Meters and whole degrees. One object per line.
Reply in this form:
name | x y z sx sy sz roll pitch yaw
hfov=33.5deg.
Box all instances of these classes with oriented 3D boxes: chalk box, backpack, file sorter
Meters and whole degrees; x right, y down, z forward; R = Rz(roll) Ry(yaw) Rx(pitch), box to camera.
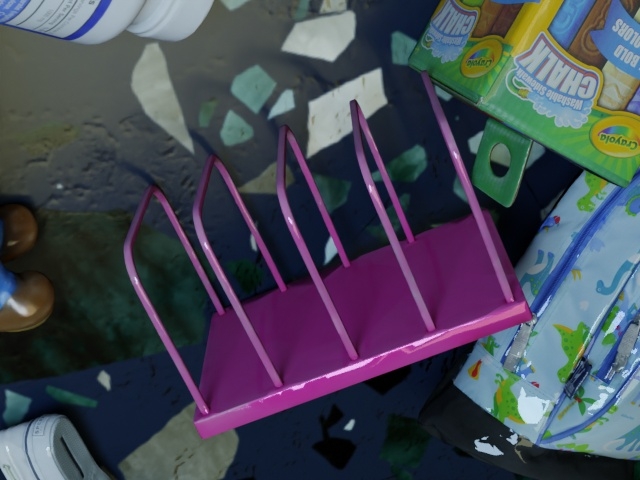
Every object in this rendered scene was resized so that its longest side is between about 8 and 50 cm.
chalk box | 0.211 -0.173 0.960 0.179 0.180 0.289 25 100 -25
backpack | 0.303 0.074 1.057 0.290 0.273 0.355 20 90 -43
file sorter | 0.000 0.000 0.918 0.291 0.202 0.182 -21 112 8

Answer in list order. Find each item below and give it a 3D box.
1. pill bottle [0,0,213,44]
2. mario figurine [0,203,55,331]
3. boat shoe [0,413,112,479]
pill bottle | -0.214 -0.233 0.796 0.272 0.152 0.152 6 110 -41
mario figurine | -0.278 -0.064 0.804 0.170 0.198 0.320 -54 151 -23
boat shoe | -0.250 0.262 1.055 0.076 0.083 0.226 -9 117 17
